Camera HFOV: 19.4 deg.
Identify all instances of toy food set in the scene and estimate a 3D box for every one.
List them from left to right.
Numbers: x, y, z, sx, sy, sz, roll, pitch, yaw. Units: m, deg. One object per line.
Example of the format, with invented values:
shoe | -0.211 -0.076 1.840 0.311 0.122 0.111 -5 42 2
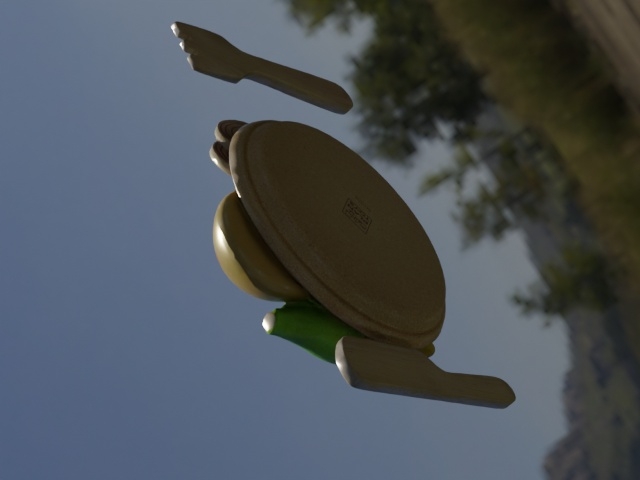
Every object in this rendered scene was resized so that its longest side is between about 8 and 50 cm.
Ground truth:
toy food set | 0.000 0.000 0.800 0.132 0.038 0.192 16 -140 -49
